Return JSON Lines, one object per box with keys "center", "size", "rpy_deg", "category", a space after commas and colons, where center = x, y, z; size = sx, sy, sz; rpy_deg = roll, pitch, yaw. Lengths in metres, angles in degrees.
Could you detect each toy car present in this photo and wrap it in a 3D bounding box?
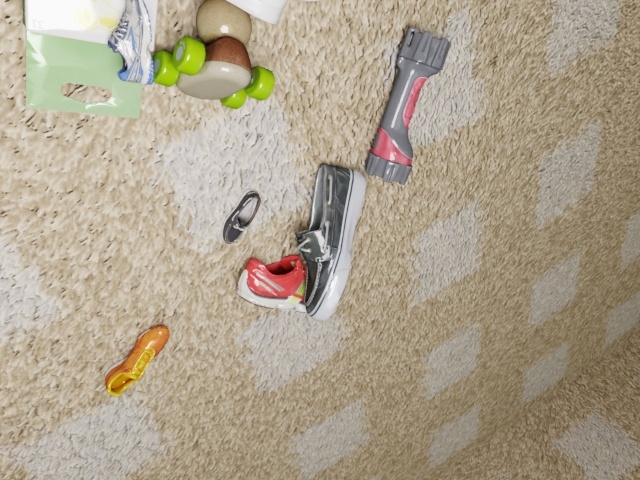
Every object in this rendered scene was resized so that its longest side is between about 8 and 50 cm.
{"center": [-0.163, -0.328, 0.792], "size": [0.155, 0.149, 0.188], "rpy_deg": [8, 85, -43], "category": "toy car"}

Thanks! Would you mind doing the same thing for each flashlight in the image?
{"center": [0.185, -0.273, 1.046], "size": [0.103, 0.103, 0.303], "rpy_deg": [-14, 129, -58], "category": "flashlight"}

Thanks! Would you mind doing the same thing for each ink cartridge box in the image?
{"center": [-0.334, -0.295, 0.725], "size": [0.171, 0.056, 0.234], "rpy_deg": [-2, 117, -33], "category": "ink cartridge box"}

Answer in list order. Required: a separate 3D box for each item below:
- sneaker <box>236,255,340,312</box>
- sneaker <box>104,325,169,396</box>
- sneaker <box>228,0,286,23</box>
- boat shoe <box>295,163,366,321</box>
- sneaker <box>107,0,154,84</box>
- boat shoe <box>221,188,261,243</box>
{"center": [-0.052, 0.095, 1.124], "size": [0.279, 0.107, 0.118], "rpy_deg": [10, 101, -40], "category": "sneaker"}
{"center": [-0.373, 0.252, 1.033], "size": [0.175, 0.067, 0.064], "rpy_deg": [-49, 130, 1], "category": "sneaker"}
{"center": [-0.153, -0.442, 0.665], "size": [0.293, 0.108, 0.169], "rpy_deg": [21, 122, -23], "category": "sneaker"}
{"center": [0.000, 0.000, 1.061], "size": [0.119, 0.121, 0.334], "rpy_deg": [14, 82, -20], "category": "boat shoe"}
{"center": [-0.270, -0.286, 0.702], "size": [0.058, 0.052, 0.135], "rpy_deg": [-10, 124, -24], "category": "sneaker"}
{"center": [-0.159, -0.043, 1.006], "size": [0.046, 0.038, 0.125], "rpy_deg": [25, 103, -40], "category": "boat shoe"}
